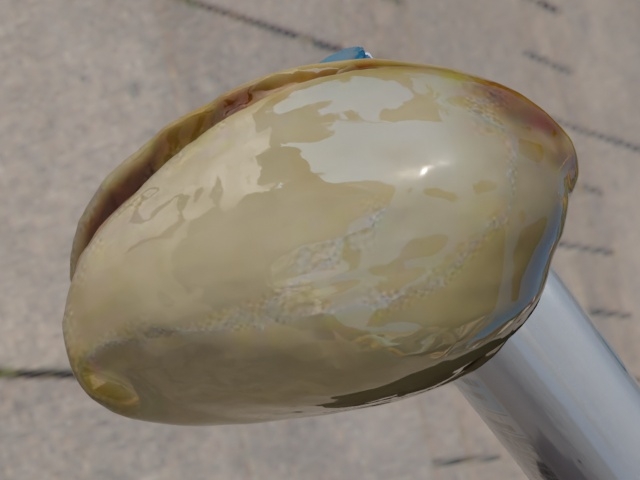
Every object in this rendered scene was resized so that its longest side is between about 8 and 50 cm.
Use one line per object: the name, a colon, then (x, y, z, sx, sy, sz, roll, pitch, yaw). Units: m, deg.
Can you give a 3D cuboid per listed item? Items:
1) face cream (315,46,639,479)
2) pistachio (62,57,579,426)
face cream: (0.095, 0.042, 1.014, 0.337, 0.080, 0.163, 52, -4, -17)
pistachio: (0.000, 0.000, 0.747, 0.144, 0.215, 0.144, -16, 90, -89)
